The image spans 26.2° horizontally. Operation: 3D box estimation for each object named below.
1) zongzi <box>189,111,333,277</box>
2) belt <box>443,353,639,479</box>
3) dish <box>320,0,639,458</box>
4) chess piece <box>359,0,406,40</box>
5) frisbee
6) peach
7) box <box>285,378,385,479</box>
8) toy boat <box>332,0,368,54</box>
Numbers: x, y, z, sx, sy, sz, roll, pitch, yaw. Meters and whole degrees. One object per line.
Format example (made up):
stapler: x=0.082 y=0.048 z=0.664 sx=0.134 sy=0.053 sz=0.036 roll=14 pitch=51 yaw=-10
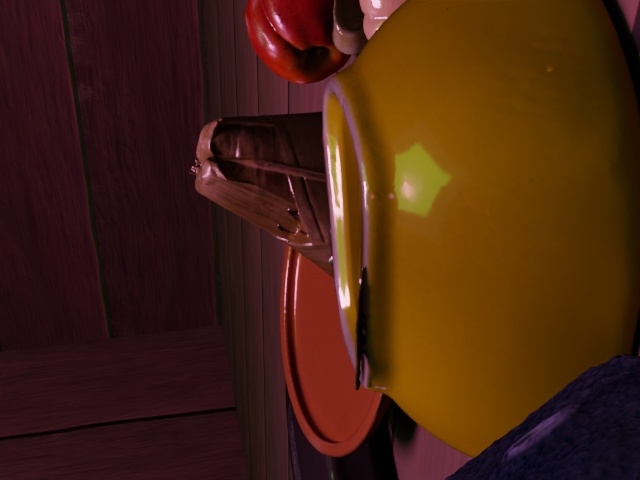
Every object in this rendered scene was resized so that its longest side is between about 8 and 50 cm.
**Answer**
zongzi: x=0.000 y=0.000 z=0.905 sx=0.078 sy=0.160 sz=0.176 roll=137 pitch=127 yaw=-75
belt: x=0.106 y=0.090 z=0.375 sx=0.122 sy=0.128 sz=0.218 roll=54 pitch=170 yaw=-1
dish: x=0.061 y=-0.004 z=0.642 sx=0.221 sy=0.108 sz=0.262 roll=-109 pitch=14 yaw=-62
chess piece: x=0.059 y=-0.084 z=0.753 sx=0.066 sy=0.066 sz=0.122 roll=-121 pitch=23 yaw=-72
frisbee: x=0.015 y=0.053 z=1.133 sx=0.251 sy=0.021 sz=0.251 roll=-179 pitch=90 yaw=-70
peach: x=-0.014 y=-0.182 z=1.107 sx=0.101 sy=0.100 sz=0.101 roll=173 pitch=90 yaw=-82
box: x=0.012 y=0.211 z=1.327 sx=0.290 sy=0.073 sz=0.289 roll=97 pitch=165 yaw=-61
toy boat: x=0.027 y=-0.192 z=0.869 sx=0.089 sy=0.071 sz=0.185 roll=95 pitch=165 yaw=-55
